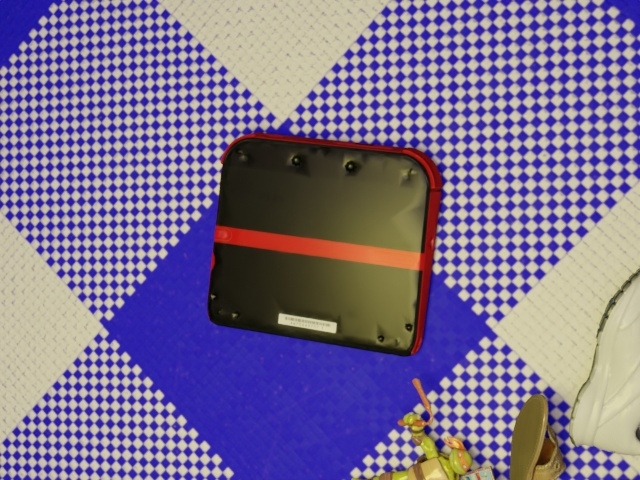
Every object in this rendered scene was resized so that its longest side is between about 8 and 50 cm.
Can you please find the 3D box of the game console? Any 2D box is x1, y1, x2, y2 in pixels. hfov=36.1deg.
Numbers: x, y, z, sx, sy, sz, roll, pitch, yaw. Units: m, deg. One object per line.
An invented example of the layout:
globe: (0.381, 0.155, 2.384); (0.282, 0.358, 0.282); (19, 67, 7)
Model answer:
game console: (0.000, 0.000, 1.655); (0.386, 0.060, 0.342); (8, 97, 18)

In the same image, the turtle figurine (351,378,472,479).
turtle figurine: (0.158, 0.375, 1.576); (0.217, 0.087, 0.269); (-33, 76, 20)

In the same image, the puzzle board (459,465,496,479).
puzzle board: (0.252, 0.429, 1.549); (0.096, 0.011, 0.128); (-32, 66, 44)

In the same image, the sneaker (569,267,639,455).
sneaker: (0.469, 0.183, 1.473); (0.129, 0.111, 0.297); (17, 103, 19)

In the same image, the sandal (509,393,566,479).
sandal: (0.343, 0.355, 1.537); (0.079, 0.088, 0.240); (11, 101, -14)
